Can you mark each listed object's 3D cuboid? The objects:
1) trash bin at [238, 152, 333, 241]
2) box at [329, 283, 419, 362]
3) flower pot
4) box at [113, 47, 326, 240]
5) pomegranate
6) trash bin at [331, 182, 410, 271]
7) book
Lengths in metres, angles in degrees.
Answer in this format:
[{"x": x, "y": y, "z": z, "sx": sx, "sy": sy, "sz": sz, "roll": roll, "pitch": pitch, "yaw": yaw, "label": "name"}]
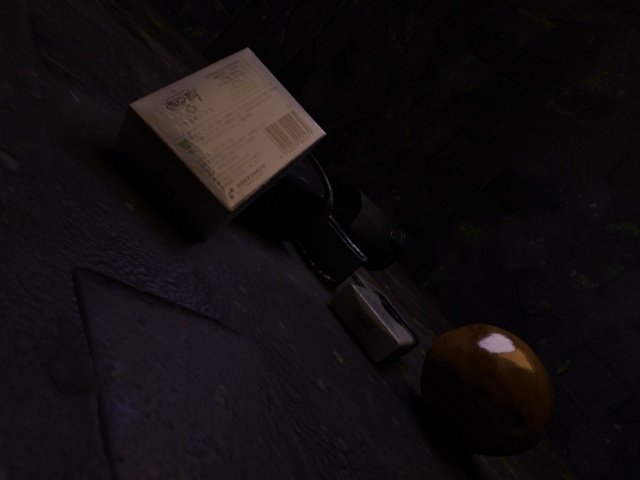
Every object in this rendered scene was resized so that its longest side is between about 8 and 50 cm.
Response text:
[{"x": -0.107, "y": -0.125, "z": 1.000, "sx": 0.290, "sy": 0.182, "sz": 0.209, "roll": 23, "pitch": 30, "yaw": -56, "label": "trash bin"}, {"x": 0.130, "y": 0.186, "z": 1.083, "sx": 0.168, "sy": 0.071, "sz": 0.259, "roll": 50, "pitch": 11, "yaw": 21, "label": "box"}, {"x": 0.000, "y": 0.000, "z": 1.171, "sx": 0.229, "sy": 0.108, "sz": 0.103, "roll": 49, "pitch": 9, "yaw": 21, "label": "flower pot"}, {"x": -0.143, "y": -0.156, "z": 0.743, "sx": 0.194, "sy": 0.111, "sz": 0.260, "roll": 48, "pitch": 51, "yaw": -4, "label": "box"}, {"x": 0.331, "y": 0.295, "z": 0.973, "sx": 0.264, "sy": 0.264, "sz": 0.264, "roll": 46, "pitch": 9, "yaw": -9, "label": "pomegranate"}, {"x": 0.142, "y": -0.043, "z": 1.701, "sx": 0.252, "sy": 0.203, "sz": 0.301, "roll": 0, "pitch": -27, "yaw": 42, "label": "trash bin"}, {"x": 0.160, "y": 0.147, "z": 1.556, "sx": 0.217, "sy": 0.021, "sz": 0.310, "roll": 36, "pitch": 14, "yaw": -49, "label": "book"}]
